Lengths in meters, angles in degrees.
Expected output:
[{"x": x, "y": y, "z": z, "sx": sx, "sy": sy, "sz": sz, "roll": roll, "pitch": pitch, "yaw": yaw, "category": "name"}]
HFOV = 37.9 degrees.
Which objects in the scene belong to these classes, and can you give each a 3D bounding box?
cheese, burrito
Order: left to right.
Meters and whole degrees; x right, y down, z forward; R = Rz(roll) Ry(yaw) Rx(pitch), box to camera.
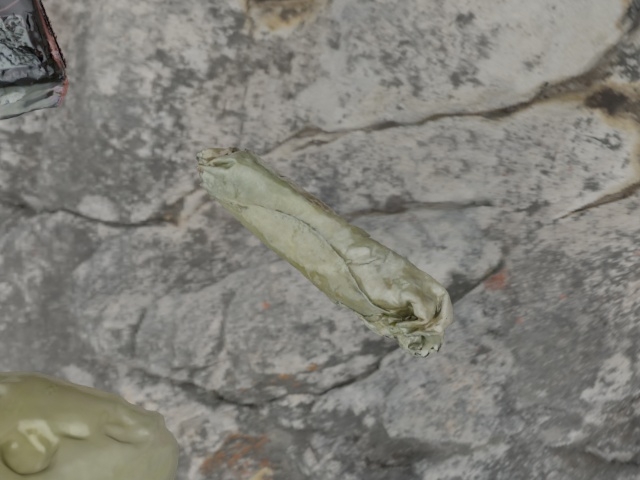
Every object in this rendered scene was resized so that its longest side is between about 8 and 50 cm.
[{"x": -0.274, "y": 0.207, "z": 0.715, "sx": 0.248, "sy": 0.251, "sz": 0.173, "roll": 20, "pitch": 122, "yaw": 14, "category": "cheese"}, {"x": -0.001, "y": 0.001, "z": 0.546, "sx": 0.188, "sy": 0.058, "sz": 0.045, "roll": 39, "pitch": 73, "yaw": 10, "category": "burrito"}]

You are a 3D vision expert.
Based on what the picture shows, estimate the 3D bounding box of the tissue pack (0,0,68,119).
[{"x": -0.437, "y": -0.281, "z": 1.017, "sx": 0.123, "sy": 0.245, "sz": 0.332, "roll": -34, "pitch": 75, "yaw": 59, "category": "tissue pack"}]
